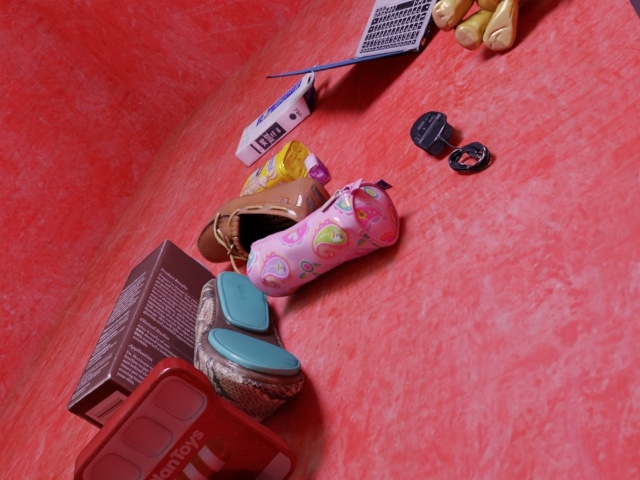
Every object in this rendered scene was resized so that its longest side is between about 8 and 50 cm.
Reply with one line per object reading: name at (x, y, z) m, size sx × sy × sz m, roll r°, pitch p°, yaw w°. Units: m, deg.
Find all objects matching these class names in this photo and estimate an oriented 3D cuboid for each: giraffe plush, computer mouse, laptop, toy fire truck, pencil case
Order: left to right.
toy fire truck at (-0.181, 0.308, 0.800) m, size 0.302 × 0.254 × 0.169 m, roll -48°, pitch 22°, yaw 2°
pencil case at (0.000, 0.000, 1.145) m, size 0.284 × 0.124 × 0.124 m, roll -30°, pitch 29°, yaw 40°
laptop at (0.089, -0.553, 1.700) m, size 0.407 × 0.237 × 0.382 m, roll -69°, pitch 23°, yaw 3°
computer mouse at (0.216, -0.158, 1.128) m, size 0.071 × 0.041 × 0.242 m, roll -53°, pitch 28°, yaw 11°
giraffe plush at (0.331, -0.468, 1.270) m, size 0.170 × 0.181 × 0.210 m, roll -40°, pitch -13°, yaw -52°

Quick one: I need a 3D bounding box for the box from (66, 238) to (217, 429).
box at (-0.305, 0.194, 1.295) m, size 0.143 × 0.191 × 0.381 m, roll -36°, pitch 25°, yaw 29°

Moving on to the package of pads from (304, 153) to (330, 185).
package of pads at (-0.008, -0.156, 1.501) m, size 0.032 × 0.050 × 0.083 m, roll -43°, pitch 22°, yaw 13°

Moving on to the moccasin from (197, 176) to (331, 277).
moccasin at (-0.137, -0.013, 1.419) m, size 0.380 × 0.139 × 0.147 m, roll -11°, pitch 33°, yaw 42°

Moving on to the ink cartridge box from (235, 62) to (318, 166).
ink cartridge box at (-0.110, -0.369, 2.015) m, size 0.333 × 0.065 × 0.165 m, roll -37°, pitch 25°, yaw 29°

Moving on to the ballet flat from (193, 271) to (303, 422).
ballet flat at (-0.134, 0.193, 1.077) m, size 0.483 × 0.164 × 0.181 m, roll -133°, pitch 63°, yaw -73°

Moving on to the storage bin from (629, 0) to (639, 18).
storage bin at (0.453, -0.304, 0.850) m, size 0.098 × 0.091 × 0.135 m, roll -45°, pitch 23°, yaw 8°

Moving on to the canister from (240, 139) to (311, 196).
canister at (-0.110, -0.153, 1.655) m, size 0.170 × 0.073 × 0.126 m, roll -32°, pitch 27°, yaw 37°
